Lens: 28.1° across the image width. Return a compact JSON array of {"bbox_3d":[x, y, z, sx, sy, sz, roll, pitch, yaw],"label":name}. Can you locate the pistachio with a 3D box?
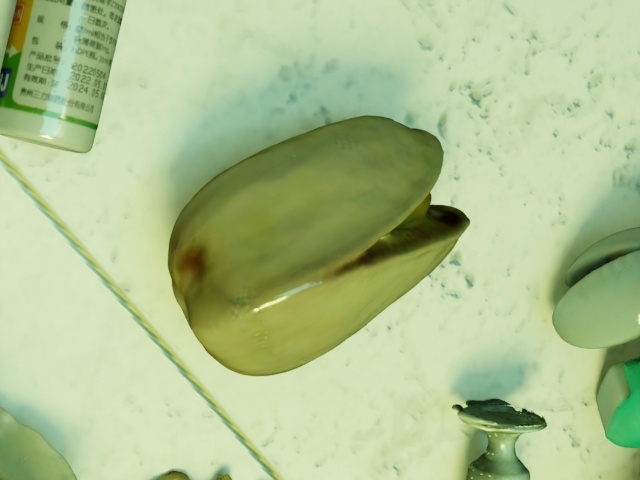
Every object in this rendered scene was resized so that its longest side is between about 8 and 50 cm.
[{"bbox_3d":[0.000,0.000,0.785,0.206,0.131,0.130,-30,116,-24],"label":"pistachio"}]

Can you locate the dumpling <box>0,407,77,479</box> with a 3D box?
[{"bbox_3d":[-0.242,0.156,0.708,0.247,0.142,0.173,2,61,-18],"label":"dumpling"}]

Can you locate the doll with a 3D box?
[{"bbox_3d":[0.302,0.051,0.907,0.258,0.153,0.195,-27,129,24],"label":"doll"}]

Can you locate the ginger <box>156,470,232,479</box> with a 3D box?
[{"bbox_3d":[-0.096,0.180,0.815,0.097,0.030,0.048,-41,112,-17],"label":"ginger"}]

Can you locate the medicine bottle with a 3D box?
[{"bbox_3d":[-0.152,-0.166,0.736,0.092,0.061,0.221,13,90,-6],"label":"medicine bottle"}]

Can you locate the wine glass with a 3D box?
[{"bbox_3d":[0.122,0.194,0.898,0.072,0.072,0.156,0,96,-25],"label":"wine glass"}]
